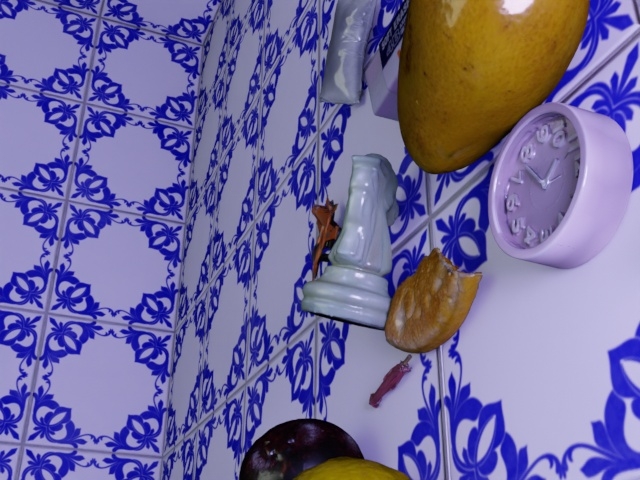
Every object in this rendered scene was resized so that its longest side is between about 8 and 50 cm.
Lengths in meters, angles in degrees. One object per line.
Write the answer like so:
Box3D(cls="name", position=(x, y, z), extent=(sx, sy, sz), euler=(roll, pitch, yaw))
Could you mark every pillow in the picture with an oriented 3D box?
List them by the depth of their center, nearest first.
Box3D(cls="pillow", position=(0.065, -0.425, 1.765), extent=(0.144, 0.078, 0.253), euler=(11, 90, 60))

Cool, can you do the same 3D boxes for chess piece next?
Box3D(cls="chess piece", position=(0.077, 0.000, 1.382), extent=(0.176, 0.176, 0.298), euler=(177, 108, -70))

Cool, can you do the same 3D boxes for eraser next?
Box3D(cls="eraser", position=(0.175, -0.351, 1.409), extent=(0.287, 0.086, 0.130), euler=(123, 151, -46))

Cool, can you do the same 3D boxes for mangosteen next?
Box3D(cls="mangosteen", position=(-0.018, 0.436, 1.367), extent=(0.265, 0.228, 0.228), euler=(65, 176, -27))

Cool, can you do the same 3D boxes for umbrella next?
Box3D(cls="umbrella", position=(0.118, 0.236, 1.332), extent=(0.025, 0.027, 0.165), euler=(-36, -16, -42))

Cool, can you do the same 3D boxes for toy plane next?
Box3D(cls="toy plane", position=(0.011, 0.001, 1.719), extent=(0.135, 0.062, 0.188), euler=(-139, 49, -67))

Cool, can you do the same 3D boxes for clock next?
Box3D(cls="clock", position=(0.288, -0.067, 0.976), extent=(0.197, 0.068, 0.196), euler=(-168, 90, -70))

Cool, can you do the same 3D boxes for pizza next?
Box3D(cls="pizza", position=(0.168, 0.099, 1.226), extent=(0.271, 0.056, 0.134), euler=(118, 152, -46))

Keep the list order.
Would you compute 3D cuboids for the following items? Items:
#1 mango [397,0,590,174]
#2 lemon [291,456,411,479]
Box3D(cls="mango", position=(0.212, -0.256, 1.070), extent=(0.263, 0.221, 0.378), euler=(-90, 14, -44))
Box3D(cls="lemon", position=(0.043, 0.452, 1.068), extent=(0.316, 0.286, 0.285), euler=(-75, 4, -70))
